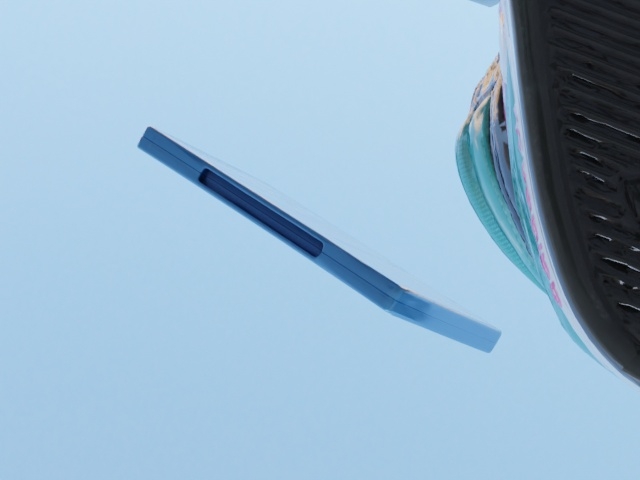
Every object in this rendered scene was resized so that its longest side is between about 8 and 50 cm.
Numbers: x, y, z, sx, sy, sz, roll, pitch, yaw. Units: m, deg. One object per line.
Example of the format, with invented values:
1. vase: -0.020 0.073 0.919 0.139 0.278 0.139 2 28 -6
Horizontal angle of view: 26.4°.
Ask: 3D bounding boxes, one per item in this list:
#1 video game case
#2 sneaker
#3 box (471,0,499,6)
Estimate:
1. video game case: 0.000 0.000 0.667 0.166 0.015 0.119 33 -175 32
2. sneaker: 0.098 -0.094 0.404 0.124 0.178 0.295 -2 -99 5
3. box: 0.092 -0.189 0.514 0.045 0.190 0.184 20 -176 -4
